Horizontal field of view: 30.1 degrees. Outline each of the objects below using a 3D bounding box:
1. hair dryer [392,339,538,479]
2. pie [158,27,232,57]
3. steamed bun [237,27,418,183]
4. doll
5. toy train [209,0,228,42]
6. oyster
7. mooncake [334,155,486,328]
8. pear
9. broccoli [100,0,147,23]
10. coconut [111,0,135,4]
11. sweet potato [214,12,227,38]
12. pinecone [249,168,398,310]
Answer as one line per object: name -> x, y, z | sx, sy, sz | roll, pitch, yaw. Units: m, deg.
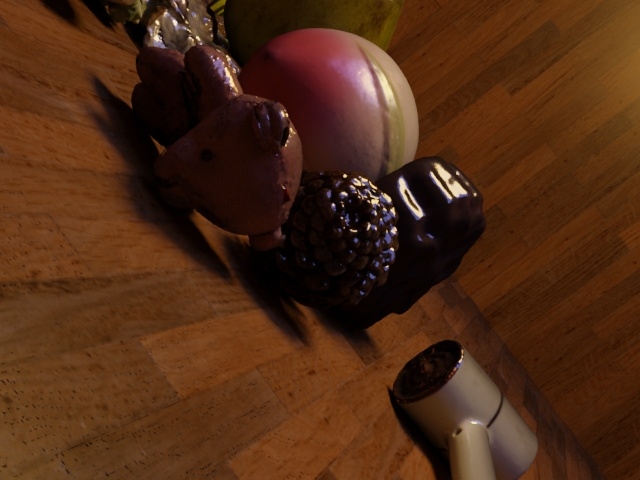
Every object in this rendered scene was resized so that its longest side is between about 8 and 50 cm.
hair dryer -> 0.204, 0.301, 1.599 | 0.203, 0.128, 0.362 | 51, 16, -18
pie -> -0.189, -0.318, 2.114 | 0.337, 0.075, 0.337 | 51, 9, -12
steamed bun -> -0.012, -0.189, 1.781 | 0.309, 0.309, 0.309 | 51, 9, -11
doll -> -0.153, -0.116, 1.371 | 0.303, 0.156, 0.201 | 35, -43, 35
toy train -> -0.185, -0.435, 2.551 | 0.160, 0.100, 0.296 | 42, 12, -19
oyster -> -0.214, -0.358, 1.896 | 0.201, 0.107, 0.354 | 11, 35, -40
mooncake -> 0.118, 0.007, 1.750 | 0.141, 0.283, 0.283 | 51, 8, 16
pear -> -0.002, -0.377, 2.000 | 0.287, 0.375, 0.287 | 23, 53, -35
broccoli -> -0.257, -0.450, 1.740 | 0.243, 0.247, 0.262 | 16, 55, -64
coconut -> -0.272, -0.408, 1.526 | 0.222, 0.202, 0.202 | 10, 6, 6
sweet potato -> -0.278, -0.482, 2.259 | 0.310, 0.098, 0.124 | 42, 20, -37
pinecone -> -0.003, -0.002, 1.500 | 0.184, 0.179, 0.205 | 24, -23, -29
